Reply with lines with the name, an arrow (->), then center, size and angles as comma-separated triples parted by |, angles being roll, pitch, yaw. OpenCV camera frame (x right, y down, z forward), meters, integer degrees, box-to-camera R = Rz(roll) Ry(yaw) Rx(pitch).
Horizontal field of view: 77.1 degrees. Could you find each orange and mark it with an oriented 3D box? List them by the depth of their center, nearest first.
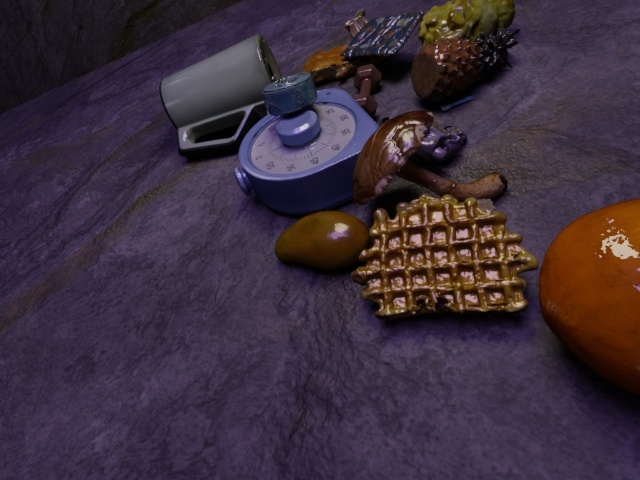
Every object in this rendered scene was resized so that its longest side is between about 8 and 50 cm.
orange -> 0.445, 0.066, 0.527 | 0.284, 0.226, 0.283 | -9, 41, 8

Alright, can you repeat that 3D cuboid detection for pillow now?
pillow -> 0.195, -0.665, 1.309 | 0.189, 0.034, 0.256 | -52, 43, -9

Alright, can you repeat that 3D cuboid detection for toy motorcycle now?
toy motorcycle -> 0.254, -0.242, 0.968 | 0.225, 0.073, 0.152 | 7, 45, -6

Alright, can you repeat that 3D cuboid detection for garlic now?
garlic -> 0.185, -0.736, 1.470 | 0.131, 0.127, 0.194 | -40, 71, 10

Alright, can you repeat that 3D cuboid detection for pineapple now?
pineapple -> 0.427, -0.505, 1.132 | 0.341, 0.169, 0.169 | -21, 43, -16

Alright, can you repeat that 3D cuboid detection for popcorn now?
popcorn -> 0.434, -0.674, 1.255 | 0.286, 0.173, 0.225 | -35, 40, -9

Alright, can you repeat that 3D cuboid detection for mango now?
mango -> 0.000, 0.000, 0.867 | 0.228, 0.099, 0.136 | -5, 54, 30

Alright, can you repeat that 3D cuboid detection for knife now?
knife -> 0.380, -0.382, 1.119 | 0.096, 0.010, 0.027 | -21, 44, 0

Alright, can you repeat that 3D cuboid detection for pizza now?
pizza -> 0.080, -0.634, 1.433 | 0.297, 0.071, 0.189 | -10, 46, 13

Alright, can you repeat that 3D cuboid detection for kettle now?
kettle -> -0.317, -0.457, 1.354 | 0.377, 0.250, 0.361 | -16, 74, 12

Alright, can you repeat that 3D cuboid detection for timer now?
timer -> -0.048, -0.236, 1.048 | 0.395, 0.173, 0.395 | -11, 47, 12

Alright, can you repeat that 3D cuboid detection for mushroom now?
mushroom -> 0.211, -0.139, 0.805 | 0.302, 0.208, 0.233 | 17, 62, 24

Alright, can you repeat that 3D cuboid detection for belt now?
belt -> -0.081, -0.385, 1.040 | 0.148, 0.082, 0.163 | -29, 29, -16

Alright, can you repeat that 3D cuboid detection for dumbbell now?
dumbbell -> 0.137, -0.452, 1.234 | 0.092, 0.082, 0.230 | -3, 48, 19

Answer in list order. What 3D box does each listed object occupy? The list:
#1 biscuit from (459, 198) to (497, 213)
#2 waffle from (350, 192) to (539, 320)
biscuit -> 0.267, -0.033, 0.802 | 0.169, 0.070, 0.082 | -5, 39, 21
waffle -> 0.206, 0.046, 0.717 | 0.283, 0.065, 0.309 | -49, 60, 0
